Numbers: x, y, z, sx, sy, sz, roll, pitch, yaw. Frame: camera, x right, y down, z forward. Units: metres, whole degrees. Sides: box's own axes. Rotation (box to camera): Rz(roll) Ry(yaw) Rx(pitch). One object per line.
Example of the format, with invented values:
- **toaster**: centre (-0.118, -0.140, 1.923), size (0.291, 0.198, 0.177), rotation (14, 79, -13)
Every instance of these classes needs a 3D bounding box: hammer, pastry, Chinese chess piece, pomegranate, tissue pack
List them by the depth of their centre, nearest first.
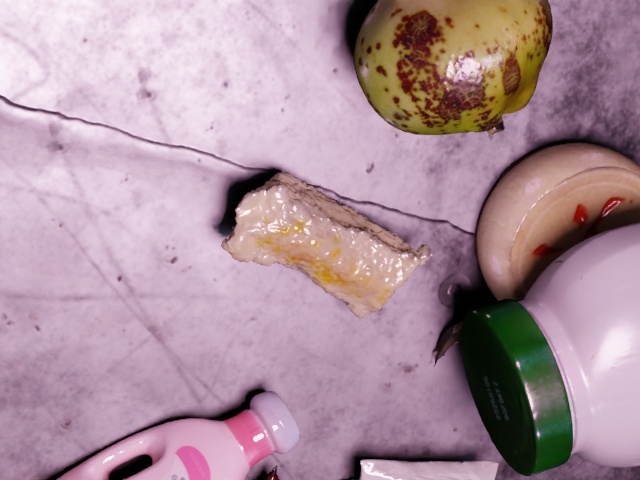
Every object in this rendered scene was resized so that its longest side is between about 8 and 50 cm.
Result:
- **pomegranate**: centre (0.146, -0.246, 1.417), size (0.222, 0.204, 0.276), rotation (-44, 148, -36)
- **pastry**: centre (-0.002, 0.006, 1.547), size (0.258, 0.089, 0.121), rotation (25, 104, -27)
- **Chinese chess piece**: centre (0.323, -0.004, 1.664), size (0.250, 0.103, 0.249), rotation (-8, 116, -18)
- **tissue pack**: centre (0.135, 0.362, 1.713), size (0.209, 0.148, 0.156), rotation (1, 111, -21)
- **hammer**: centre (0.253, 0.209, 1.748), size (0.125, 0.027, 0.297), rotation (-22, 127, 19)

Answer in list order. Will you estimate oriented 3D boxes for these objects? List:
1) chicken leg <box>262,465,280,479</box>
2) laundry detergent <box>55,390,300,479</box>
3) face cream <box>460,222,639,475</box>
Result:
- **chicken leg**: centre (-0.064, 0.404, 1.700), size (0.105, 0.063, 0.234), rotation (-28, 117, -16)
- **laundry detergent**: centre (-0.183, 0.295, 1.572), size (0.335, 0.159, 0.088), rotation (-30, 158, -15)
- **face cream**: centre (0.372, 0.132, 1.560), size (0.357, 0.219, 0.312), rotation (-17, 120, -12)
